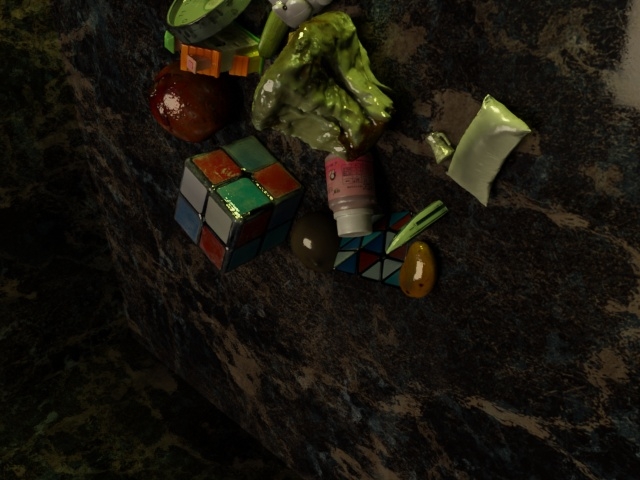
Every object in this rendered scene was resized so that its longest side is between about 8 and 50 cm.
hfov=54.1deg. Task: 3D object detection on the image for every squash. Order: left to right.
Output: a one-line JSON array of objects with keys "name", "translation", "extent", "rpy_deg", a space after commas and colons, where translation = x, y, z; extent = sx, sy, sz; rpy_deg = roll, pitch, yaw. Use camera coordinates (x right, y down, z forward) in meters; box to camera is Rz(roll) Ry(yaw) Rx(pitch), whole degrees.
[{"name": "squash", "translation": [-0.135, -0.644, 1.906], "extent": [0.069, 0.069, 0.239], "rpy_deg": [55, 143, 11]}]

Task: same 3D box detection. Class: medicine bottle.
[{"name": "medicine bottle", "translation": [0.090, -0.138, 1.824], "extent": [0.147, 0.147, 0.247], "rpy_deg": [-15, 76, 53]}]

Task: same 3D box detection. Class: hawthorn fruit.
[{"name": "hawthorn fruit", "translation": [-0.443, -0.497, 2.202], "extent": [0.316, 0.315, 0.316], "rpy_deg": [29, 132, 38]}]

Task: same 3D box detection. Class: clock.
[{"name": "clock", "translation": [-0.327, -0.731, 1.893], "extent": [0.318, 0.319, 0.066], "rpy_deg": [17, 159, 45]}, {"name": "clock", "translation": [-0.346, -0.612, 2.022], "extent": [0.220, 0.255, 0.106], "rpy_deg": [42, 140, 27]}, {"name": "clock", "translation": [-0.003, -0.690, 1.646], "extent": [0.253, 0.188, 0.189], "rpy_deg": [-9, 105, 46]}]

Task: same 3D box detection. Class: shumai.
[{"name": "shumai", "translation": [0.035, -0.374, 1.648], "extent": [0.323, 0.397, 0.324], "rpy_deg": [41, 145, 1]}]

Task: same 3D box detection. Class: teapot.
[{"name": "teapot", "translation": [0.309, -0.247, 1.623], "extent": [0.083, 0.057, 0.067], "rpy_deg": [59, 148, 15]}]

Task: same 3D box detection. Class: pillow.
[{"name": "pillow", "translation": [0.399, -0.210, 1.512], "extent": [0.144, 0.078, 0.254], "rpy_deg": [45, 140, 23]}]

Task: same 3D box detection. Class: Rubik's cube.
[{"name": "Rubik's cube", "translation": [-0.291, -0.129, 2.207], "extent": [0.313, 0.318, 0.316], "rpy_deg": [47, 142, 18]}, {"name": "Rubik's cube", "translation": [0.102, 0.020, 1.889], "extent": [0.250, 0.234, 0.285], "rpy_deg": [36, 137, 32]}]

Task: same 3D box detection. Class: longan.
[{"name": "longan", "translation": [0.000, 0.000, 2.026], "extent": [0.196, 0.197, 0.220], "rpy_deg": [28, 174, 38]}]

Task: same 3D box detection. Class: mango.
[{"name": "mango", "translation": [0.289, 0.091, 1.831], "extent": [0.115, 0.090, 0.178], "rpy_deg": [45, 133, 35]}]

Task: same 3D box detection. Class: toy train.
[{"name": "toy train", "translation": [0.245, -0.035, 1.660], "extent": [0.048, 0.251, 0.055], "rpy_deg": [58, 142, -1]}]

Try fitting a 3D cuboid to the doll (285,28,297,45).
[{"name": "doll", "translation": [-0.054, -0.486, 1.892], "extent": [0.117, 0.086, 0.291], "rpy_deg": [-98, -1, -64]}]
